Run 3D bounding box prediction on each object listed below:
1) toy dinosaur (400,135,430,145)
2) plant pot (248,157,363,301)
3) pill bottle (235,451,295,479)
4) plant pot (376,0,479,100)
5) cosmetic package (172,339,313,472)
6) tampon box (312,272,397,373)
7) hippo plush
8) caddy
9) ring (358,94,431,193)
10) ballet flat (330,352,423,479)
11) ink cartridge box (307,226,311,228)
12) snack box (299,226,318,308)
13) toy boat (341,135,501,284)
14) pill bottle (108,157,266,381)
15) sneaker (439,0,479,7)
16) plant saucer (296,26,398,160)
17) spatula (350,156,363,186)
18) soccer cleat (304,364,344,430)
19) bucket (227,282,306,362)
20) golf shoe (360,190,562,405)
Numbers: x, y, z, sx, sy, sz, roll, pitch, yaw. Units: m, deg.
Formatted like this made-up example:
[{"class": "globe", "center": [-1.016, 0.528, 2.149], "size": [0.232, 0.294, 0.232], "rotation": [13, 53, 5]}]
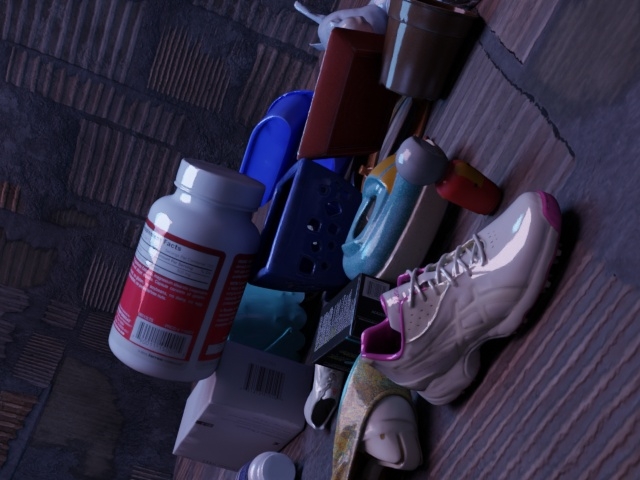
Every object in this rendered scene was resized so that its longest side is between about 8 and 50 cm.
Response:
[{"class": "toy dinosaur", "center": [0.184, -0.147, 1.281], "size": [0.090, 0.047, 0.082], "rotation": [44, 109, 40]}, {"class": "plant pot", "center": [0.000, 0.000, 1.403], "size": [0.236, 0.212, 0.235], "rotation": [153, 136, -73]}, {"class": "pill bottle", "center": [-0.108, 0.478, 1.422], "size": [0.169, 0.094, 0.094], "rotation": [127, 159, -56]}, {"class": "plant pot", "center": [0.183, -0.354, 1.294], "size": [0.167, 0.167, 0.165], "rotation": [-97, 22, -64]}, {"class": "cosmetic package", "center": [-0.185, 0.395, 1.618], "size": [0.385, 0.217, 0.156], "rotation": [122, 163, -50]}, {"class": "tampon box", "center": [0.076, 0.137, 1.069], "size": [0.161, 0.121, 0.101], "rotation": [132, 154, -59]}, {"class": "hippo plush", "center": [0.135, -0.456, 1.587], "size": [0.237, 0.234, 0.294], "rotation": [-32, 37, -7]}, {"class": "caddy", "center": [-0.055, -0.203, 1.748], "size": [0.179, 0.241, 0.341], "rotation": [-55, -8, -52]}, {"class": "ring", "center": [0.150, -0.219, 1.511], "size": [0.336, 0.032, 0.336], "rotation": [-160, 90, -78]}, {"class": "ballet flat", "center": [0.070, 0.306, 0.904], "size": [0.123, 0.123, 0.348], "rotation": [154, 135, -73]}, {"class": "ink cartridge box", "center": [-0.040, -0.082, 1.929], "size": [0.052, 0.123, 0.088], "rotation": [-81, 16, -54]}, {"class": "snack box", "center": [-0.023, 0.057, 1.781], "size": [0.322, 0.060, 0.187], "rotation": [129, 157, -58]}, {"class": "toy boat", "center": [0.128, -0.064, 1.052], "size": [0.267, 0.148, 0.318], "rotation": [-66, 12, -19]}, {"class": "pill bottle", "center": [-0.256, 0.054, 1.410], "size": [0.229, 0.229, 0.407], "rotation": [-123, 52, -75]}, {"class": "sneaker", "center": [0.284, -0.507, 1.273], "size": [0.232, 0.090, 0.115], "rotation": [-18, 47, 64]}, {"class": "plant saucer", "center": [0.079, -0.275, 1.388], "size": [0.259, 0.048, 0.258], "rotation": [-13, -54, -52]}, {"class": "spatula", "center": [0.083, -0.142, 1.692], "size": [0.084, 0.030, 0.296], "rotation": [127, 159, -52]}, {"class": "soccer cleat", "center": [0.017, 0.255, 1.303], "size": [0.076, 0.068, 0.196], "rotation": [-139, 61, -72]}, {"class": "bucket", "center": [-0.163, 0.189, 1.724], "size": [0.281, 0.183, 0.280], "rotation": [180, 90, -70]}, {"class": "golf shoe", "center": [0.153, 0.064, 0.805], "size": [0.115, 0.140, 0.306], "rotation": [-88, 22, -58]}]
